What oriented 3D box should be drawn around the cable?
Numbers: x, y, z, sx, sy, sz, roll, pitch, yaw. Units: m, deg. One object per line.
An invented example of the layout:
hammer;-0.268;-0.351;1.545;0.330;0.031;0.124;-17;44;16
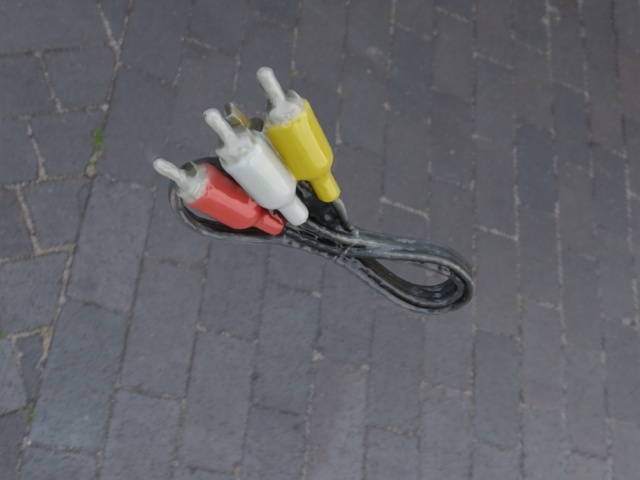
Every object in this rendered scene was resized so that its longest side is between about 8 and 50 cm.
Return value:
cable;0.000;0.000;0.629;0.287;0.139;0.072;42;23;-31
